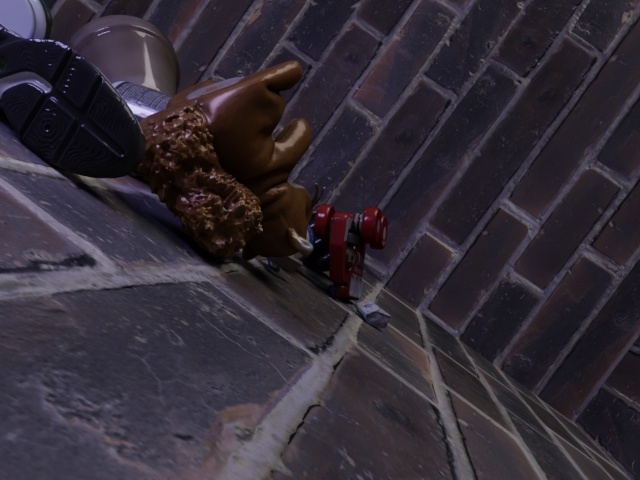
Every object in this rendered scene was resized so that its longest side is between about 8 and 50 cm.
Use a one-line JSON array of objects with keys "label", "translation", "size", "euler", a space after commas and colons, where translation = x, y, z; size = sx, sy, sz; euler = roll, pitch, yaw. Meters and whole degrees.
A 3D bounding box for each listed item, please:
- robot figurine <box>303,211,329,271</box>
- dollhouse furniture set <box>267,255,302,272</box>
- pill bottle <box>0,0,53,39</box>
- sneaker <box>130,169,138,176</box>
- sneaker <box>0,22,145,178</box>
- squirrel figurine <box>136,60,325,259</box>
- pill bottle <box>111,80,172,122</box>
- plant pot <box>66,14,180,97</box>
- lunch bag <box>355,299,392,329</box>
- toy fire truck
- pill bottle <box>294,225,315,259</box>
[{"label": "robot figurine", "translation": [-0.001, 0.003, 2.117], "size": [0.173, 0.209, 0.278], "euler": [9, 10, -11]}, {"label": "dollhouse furniture set", "translation": [-0.144, -0.009, 1.546], "size": [0.129, 0.129, 0.184], "euler": [32, 35, -43]}, {"label": "pill bottle", "translation": [-0.765, -0.531, 1.605], "size": [0.204, 0.204, 0.361], "euler": [34, 4, -24]}, {"label": "sneaker", "translation": [-0.411, -0.163, 1.438], "size": [0.031, 0.035, 0.083], "euler": [37, 4, 10]}, {"label": "sneaker", "translation": [-0.442, -0.247, 1.161], "size": [0.447, 0.169, 0.257], "euler": [34, 5, 13]}, {"label": "squirrel figurine", "translation": [-0.164, -0.106, 1.286], "size": [0.281, 0.397, 0.370], "euler": [-4, -63, 33]}, {"label": "pill bottle", "translation": [-0.399, -0.257, 1.469], "size": [0.278, 0.162, 0.162], "euler": [21, 1, 8]}, {"label": "plant pot", "translation": [-0.522, -0.406, 1.826], "size": [0.323, 0.323, 0.280], "euler": [32, 21, -47]}, {"label": "lunch bag", "translation": [0.140, 0.197, 1.801], "size": [0.083, 0.053, 0.071], "euler": [24, 7, -27]}, {"label": "toy fire truck", "translation": [0.080, 0.039, 1.838], "size": [0.169, 0.254, 0.302], "euler": [4, -6, 14]}, {"label": "pill bottle", "translation": [-0.078, -0.002, 1.754], "size": [0.124, 0.124, 0.221], "euler": [36, 3, 4]}]
